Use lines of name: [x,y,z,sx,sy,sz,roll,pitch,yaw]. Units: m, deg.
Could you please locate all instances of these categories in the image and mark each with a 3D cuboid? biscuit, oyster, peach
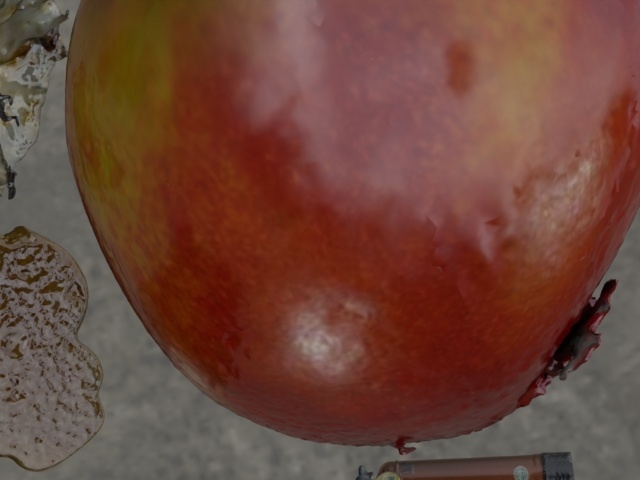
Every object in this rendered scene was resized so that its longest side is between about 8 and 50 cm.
biscuit: [-0.304,0.057,1.555,0.320,0.047,0.183,32,77,-22]
oyster: [-0.309,-0.138,1.648,0.337,0.133,0.197,37,54,-84]
peach: [0.034,-0.067,1.059,0.370,0.370,0.370,26,54,-43]

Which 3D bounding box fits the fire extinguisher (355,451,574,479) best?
fire extinguisher: [0.095,0.183,1.358,0.062,0.177,0.050,-91,176,-48]
